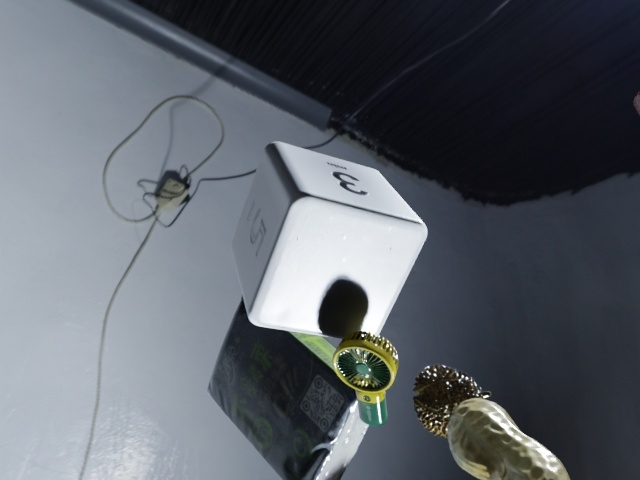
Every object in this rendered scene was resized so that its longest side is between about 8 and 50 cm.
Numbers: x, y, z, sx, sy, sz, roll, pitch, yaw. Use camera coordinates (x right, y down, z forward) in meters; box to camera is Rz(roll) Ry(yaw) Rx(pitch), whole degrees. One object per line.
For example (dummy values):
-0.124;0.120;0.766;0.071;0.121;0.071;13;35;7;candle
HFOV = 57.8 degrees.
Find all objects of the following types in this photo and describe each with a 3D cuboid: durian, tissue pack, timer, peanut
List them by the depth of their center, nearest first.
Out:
0.000;0.000;0.802;0.192;0.194;0.195;13;25;-23;timer
0.303;0.362;0.944;0.136;0.298;0.120;-5;108;-20;peanut
0.281;0.324;1.179;0.188;0.091;0.149;1;75;-27;durian
-0.075;0.334;1.295;0.394;0.288;0.124;34;17;37;tissue pack

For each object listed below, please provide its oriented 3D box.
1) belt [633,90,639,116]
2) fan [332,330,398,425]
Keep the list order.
0.400;-0.132;0.517;0.127;0.201;0.124;-12;72;-31;belt
0.063;0.183;0.758;0.039;0.082;0.155;-57;146;-50;fan
